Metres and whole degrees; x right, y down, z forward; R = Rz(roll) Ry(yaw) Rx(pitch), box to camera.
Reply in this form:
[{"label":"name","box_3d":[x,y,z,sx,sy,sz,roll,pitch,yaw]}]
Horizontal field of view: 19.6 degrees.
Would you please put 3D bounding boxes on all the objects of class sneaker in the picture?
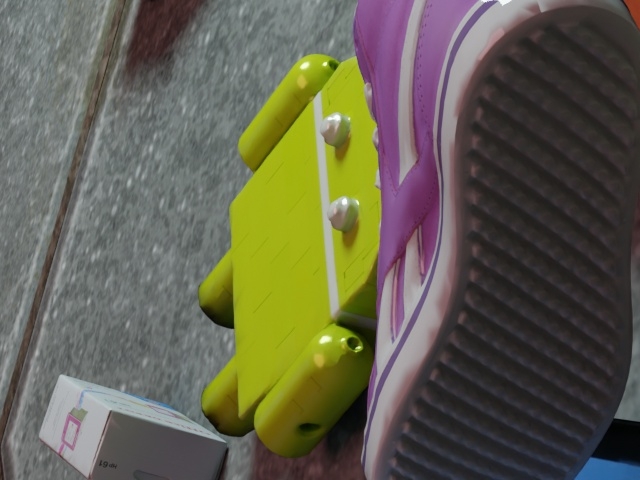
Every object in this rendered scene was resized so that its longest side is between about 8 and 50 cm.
[{"label":"sneaker","box_3d":[0.061,-0.012,0.769,0.161,0.102,0.282,-117,30,-51]}]

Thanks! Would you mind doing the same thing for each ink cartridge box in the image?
[{"label":"ink cartridge box","box_3d":[-0.128,0.136,1.251,0.122,0.088,0.052,20,91,65]}]

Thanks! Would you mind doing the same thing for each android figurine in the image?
[{"label":"android figurine","box_3d":[0.000,0.000,1.106,0.273,0.056,0.248,-50,34,46]}]

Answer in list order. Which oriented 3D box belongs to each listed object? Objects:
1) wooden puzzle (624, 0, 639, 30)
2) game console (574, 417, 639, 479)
[{"label":"wooden puzzle","box_3d":[0.138,-0.193,0.778,0.348,0.080,0.322,-146,64,-76]},{"label":"game console","box_3d":[0.019,0.188,0.829,0.293,0.250,0.173,-2,100,65]}]
